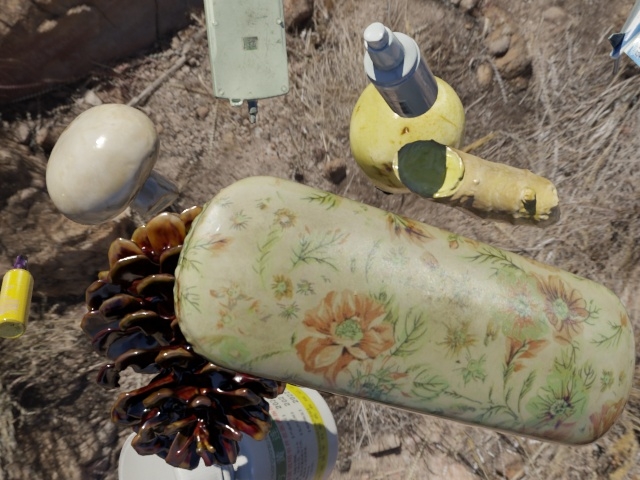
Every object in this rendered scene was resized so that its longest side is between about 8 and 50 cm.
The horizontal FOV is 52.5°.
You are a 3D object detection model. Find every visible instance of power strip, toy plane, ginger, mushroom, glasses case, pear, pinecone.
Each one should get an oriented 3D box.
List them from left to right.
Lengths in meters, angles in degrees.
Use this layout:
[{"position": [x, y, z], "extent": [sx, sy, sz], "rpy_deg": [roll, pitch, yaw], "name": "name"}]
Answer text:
[{"position": [-0.321, -0.108, 1.032], "extent": [0.204, 0.204, 0.204], "rpy_deg": [0, 85, 2], "name": "mushroom"}, {"position": [-0.141, 0.115, 0.710], "extent": [0.247, 0.292, 0.246], "rpy_deg": [-6, 130, -7], "name": "pinecone"}, {"position": [-0.078, -0.233, 0.660], "extent": [0.080, 0.029, 0.226], "rpy_deg": [-7, 100, -16], "name": "power strip"}, {"position": [0.223, -0.275, 1.672], "extent": [0.310, 0.309, 0.309], "rpy_deg": [0, 85, 2], "name": "pear"}, {"position": [0.089, 0.068, 0.554], "extent": [0.426, 0.098, 0.156], "rpy_deg": [17, 81, -18], "name": "glasses case"}, {"position": [0.314, -0.110, 1.309], "extent": [0.354, 0.190, 0.126], "rpy_deg": [20, 90, -8], "name": "ginger"}, {"position": [0.360, -0.275, 0.663], "extent": [0.058, 0.226, 0.226], "rpy_deg": [27, 90, 31], "name": "toy plane"}]

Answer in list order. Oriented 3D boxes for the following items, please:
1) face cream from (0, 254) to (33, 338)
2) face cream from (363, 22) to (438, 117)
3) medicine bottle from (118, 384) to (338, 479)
[{"position": [-0.824, 0.140, 1.759], "extent": [0.078, 0.078, 0.273], "rpy_deg": [-19, 43, 1], "name": "face cream"}, {"position": [0.129, -0.302, 1.121], "extent": [0.101, 0.252, 0.101], "rpy_deg": [-5, 76, 22], "name": "face cream"}, {"position": [-0.149, 0.369, 1.108], "extent": [0.208, 0.340, 0.208], "rpy_deg": [2, 93, 40], "name": "medicine bottle"}]
